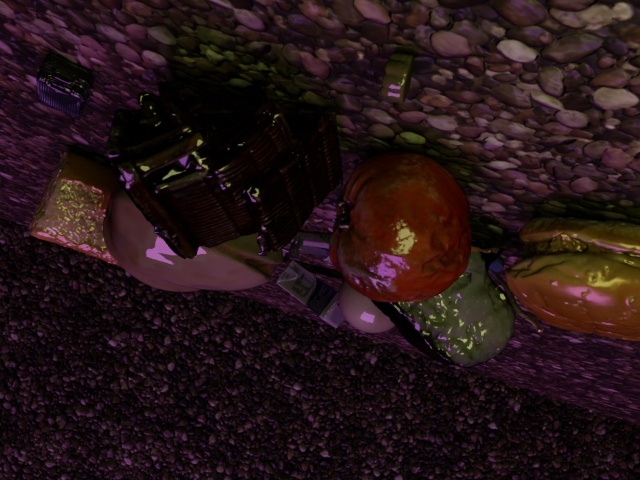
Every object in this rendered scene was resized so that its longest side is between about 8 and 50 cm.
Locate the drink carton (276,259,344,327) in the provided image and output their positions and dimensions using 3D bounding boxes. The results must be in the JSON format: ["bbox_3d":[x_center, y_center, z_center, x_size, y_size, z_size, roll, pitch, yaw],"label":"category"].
[{"bbox_3d":[-0.021,0.174,1.958,0.222,0.101,0.134,33,176,29],"label":"drink carton"}]

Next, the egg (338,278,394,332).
[{"bbox_3d":[0.142,0.157,1.640,0.189,0.188,0.253,18,171,1],"label":"egg"}]

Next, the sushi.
[{"bbox_3d":[0.217,0.077,1.148,0.348,0.234,0.207,52,170,-1],"label":"sushi"}]

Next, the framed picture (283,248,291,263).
[{"bbox_3d":[-0.193,0.027,1.927,0.195,0.010,0.199,19,166,-5],"label":"framed picture"}]

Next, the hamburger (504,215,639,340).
[{"bbox_3d":[0.455,0.064,0.969,0.319,0.158,0.318,14,168,3],"label":"hamburger"}]

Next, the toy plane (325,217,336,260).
[{"bbox_3d":[0.103,0.004,1.322,0.234,0.082,0.160,-8,-130,-50],"label":"toy plane"}]

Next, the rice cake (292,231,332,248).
[{"bbox_3d":[0.000,0.000,1.541,0.207,0.036,0.047,5,149,43],"label":"rice cake"}]

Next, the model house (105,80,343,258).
[{"bbox_3d":[-0.114,-0.146,0.883,0.283,0.297,0.317,-15,147,2],"label":"model house"}]

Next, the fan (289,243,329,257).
[{"bbox_3d":[-0.037,0.024,1.732,0.175,0.005,0.113,14,166,11],"label":"fan"}]

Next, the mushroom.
[{"bbox_3d":[0.360,0.103,1.159,0.026,0.028,0.286,4,-163,-10],"label":"mushroom"}]

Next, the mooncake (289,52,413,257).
[{"bbox_3d":[0.042,-0.090,0.796,0.057,0.346,0.150,34,-152,6],"label":"mooncake"}]

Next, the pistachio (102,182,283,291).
[{"bbox_3d":[-0.257,-0.029,1.244,0.365,0.281,0.445,29,178,21],"label":"pistachio"}]

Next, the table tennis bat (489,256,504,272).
[{"bbox_3d":[0.284,0.027,1.296,0.237,0.038,0.149,19,167,-20],"label":"table tennis bat"}]

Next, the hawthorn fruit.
[{"bbox_3d":[0.153,-0.009,0.941,0.272,0.241,0.242,13,168,-17],"label":"hawthorn fruit"}]

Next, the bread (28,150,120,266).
[{"bbox_3d":[-0.528,-0.061,1.568,0.376,0.236,0.165,23,178,-29],"label":"bread"}]

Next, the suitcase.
[{"bbox_3d":[-0.443,-0.267,1.045,0.086,0.059,0.126,22,163,-20],"label":"suitcase"}]
